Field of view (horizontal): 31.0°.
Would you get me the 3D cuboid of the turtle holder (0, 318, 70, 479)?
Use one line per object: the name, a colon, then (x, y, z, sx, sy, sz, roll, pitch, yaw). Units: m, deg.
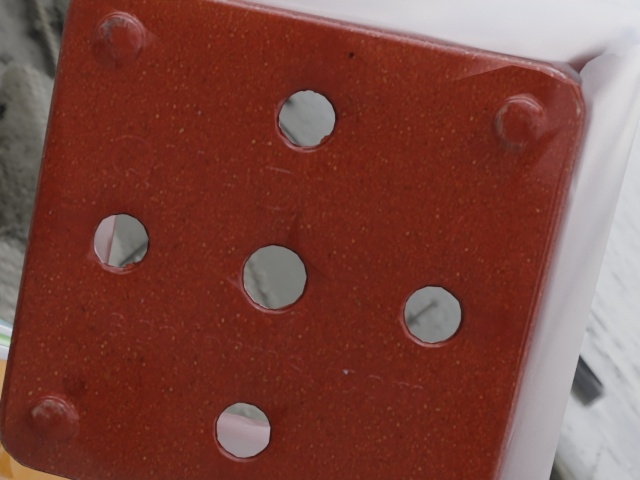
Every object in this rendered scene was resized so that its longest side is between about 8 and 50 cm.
turtle holder: (-0.293, 0.130, 0.756, 0.320, 0.243, 0.227, 33, -22, 34)

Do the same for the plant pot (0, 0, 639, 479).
plant pot: (0.000, 0.000, 0.507, 0.267, 0.267, 0.236, 13, 10, 7)
